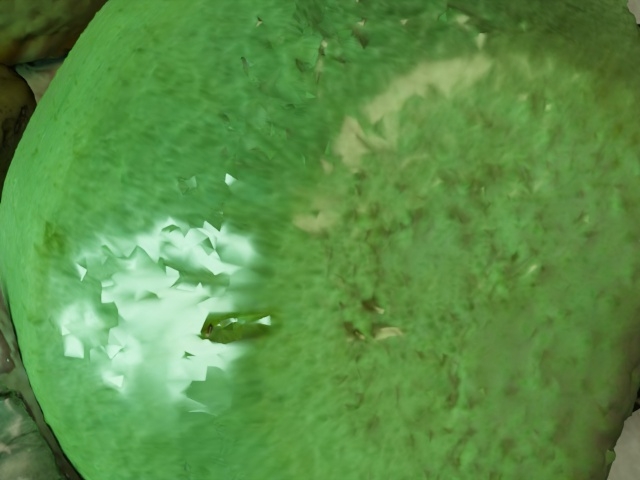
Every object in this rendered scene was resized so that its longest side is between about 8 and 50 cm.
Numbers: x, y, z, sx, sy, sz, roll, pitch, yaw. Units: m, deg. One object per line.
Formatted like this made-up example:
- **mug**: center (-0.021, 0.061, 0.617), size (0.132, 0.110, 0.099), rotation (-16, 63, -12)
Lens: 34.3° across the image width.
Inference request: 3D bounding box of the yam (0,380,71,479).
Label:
- **yam**: center (-0.219, 0.143, 0.376), size (0.254, 0.154, 0.154), rotation (-37, 78, -25)

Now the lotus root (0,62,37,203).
- **lotus root**: center (-0.212, -0.027, 0.533), size (0.089, 0.080, 0.179), rotation (35, 54, 6)

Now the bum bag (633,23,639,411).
- **bum bag**: center (0.170, -0.024, 0.613), size (0.069, 0.102, 0.248), rotation (0, 80, -47)

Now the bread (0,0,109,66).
- **bread**: center (-0.267, -0.303, 0.550), size (0.371, 0.279, 0.390), rotation (-23, 72, -25)

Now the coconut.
- **coconut**: center (0.000, 0.000, 0.469), size (0.281, 0.328, 0.328), rotation (-11, 66, -16)
